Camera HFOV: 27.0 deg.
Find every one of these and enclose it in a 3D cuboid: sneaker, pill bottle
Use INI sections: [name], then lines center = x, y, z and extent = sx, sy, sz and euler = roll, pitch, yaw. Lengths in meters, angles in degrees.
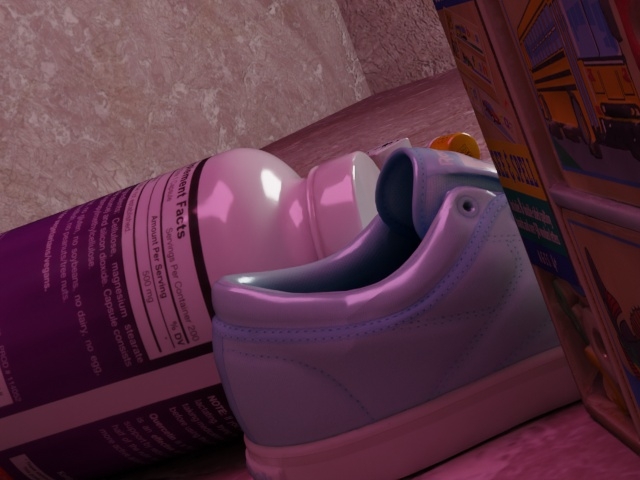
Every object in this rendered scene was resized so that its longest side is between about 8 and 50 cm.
[sneaker]
center = 0.109, 0.005, 0.734
extent = 0.366, 0.150, 0.135
euler = -26, 18, -17
[pill bottle]
center = -0.102, 0.051, 0.881
extent = 0.323, 0.181, 0.181
euler = -18, 9, 15

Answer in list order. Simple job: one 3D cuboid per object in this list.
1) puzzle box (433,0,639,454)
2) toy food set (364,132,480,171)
[puzzle box]
center = 0.131, -0.019, 0.464
extent = 0.052, 0.272, 0.409
euler = -22, 8, -3
[toy food set]
center = 0.038, -0.019, 1.203
extent = 0.232, 0.111, 0.104
euler = -30, 12, -31
